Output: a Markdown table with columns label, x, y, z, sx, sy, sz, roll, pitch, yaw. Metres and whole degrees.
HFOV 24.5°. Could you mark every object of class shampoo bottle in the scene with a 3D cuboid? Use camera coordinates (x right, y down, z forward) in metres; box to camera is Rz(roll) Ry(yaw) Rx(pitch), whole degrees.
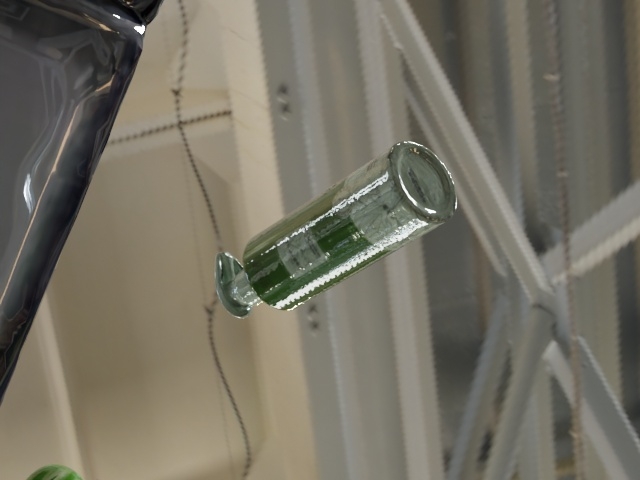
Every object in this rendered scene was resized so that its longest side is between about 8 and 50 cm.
| label | x | y | z | sx | sy | sz | roll | pitch | yaw |
| --- | --- | --- | --- | --- | --- | --- | --- | --- | --- |
| shampoo bottle | 0.000 | 0.000 | 1.009 | 0.065 | 0.204 | 0.065 | 24 | -128 | -33 |

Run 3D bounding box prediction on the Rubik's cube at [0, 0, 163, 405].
| label | x | y | z | sx | sy | sz | roll | pitch | yaw |
| --- | --- | --- | --- | --- | --- | --- | --- | --- | --- |
| Rubik's cube | -0.276 | -0.082 | 0.323 | 0.362 | 0.363 | 0.358 | 14 | -83 | -48 |

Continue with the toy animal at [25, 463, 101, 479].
| label | x | y | z | sx | sy | sz | roll | pitch | yaw |
| --- | --- | --- | --- | --- | --- | --- | --- | --- | --- |
| toy animal | -0.145 | 0.243 | 1.068 | 0.208 | 0.103 | 0.100 | 41 | -92 | -26 |
